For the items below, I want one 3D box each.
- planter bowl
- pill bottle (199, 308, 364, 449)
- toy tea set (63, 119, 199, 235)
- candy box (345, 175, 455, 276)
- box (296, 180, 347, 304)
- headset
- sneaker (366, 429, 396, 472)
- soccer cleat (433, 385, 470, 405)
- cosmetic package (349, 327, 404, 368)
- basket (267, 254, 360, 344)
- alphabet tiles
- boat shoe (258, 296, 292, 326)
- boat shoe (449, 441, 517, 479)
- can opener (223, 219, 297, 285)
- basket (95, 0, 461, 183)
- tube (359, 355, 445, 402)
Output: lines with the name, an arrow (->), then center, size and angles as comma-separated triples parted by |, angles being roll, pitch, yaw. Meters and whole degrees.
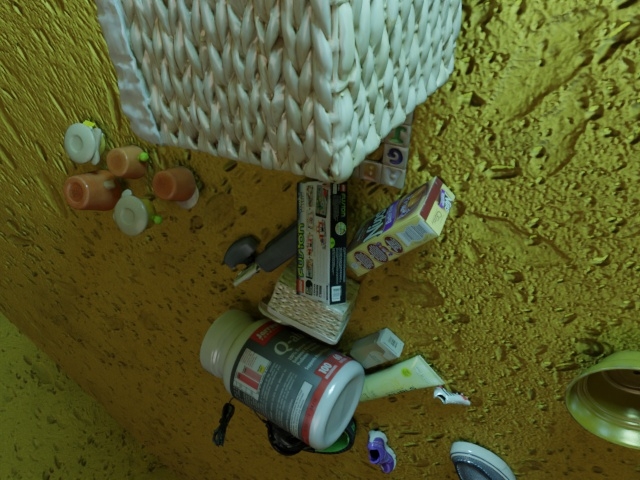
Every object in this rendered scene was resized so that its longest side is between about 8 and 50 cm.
planter bowl -> 0.533, 0.252, 0.822 | 0.217, 0.090, 0.217 | 16, 134, 18
pill bottle -> -0.097, 0.312, 1.160 | 0.363, 0.210, 0.210 | 22, 137, 26
toy tea set -> -0.412, -0.124, 1.076 | 0.336, 0.124, 0.200 | 24, 107, 16
candy box -> 0.125, -0.019, 0.814 | 0.053, 0.109, 0.186 | 44, 136, -11
box -> 0.000, 0.000, 0.854 | 0.114, 0.036, 0.207 | 8, 99, 57
headset -> -0.098, 0.541, 1.401 | 0.394, 0.185, 0.243 | 10, 133, 9
sneaker -> 0.162, 0.611, 1.388 | 0.068, 0.071, 0.170 | -2, 127, 33
soccer cleat -> 0.295, 0.358, 1.103 | 0.083, 0.035, 0.029 | 23, 136, 12
cosmetic package -> 0.125, 0.244, 1.101 | 0.060, 0.041, 0.115 | 42, 137, -9
basket -> -0.011, 0.118, 1.022 | 0.167, 0.113, 0.103 | 26, 133, 9
alphabet tiles -> 0.031, -0.192, 0.791 | 0.237, 0.009, 0.198 | 16, 135, 18
boat shoe -> -0.049, 0.157, 1.123 | 0.190, 0.068, 0.072 | 16, 123, 6
boat shoe -> 0.425, 0.660, 1.206 | 0.340, 0.158, 0.127 | 47, 136, -14
can opener -> -0.116, 0.013, 1.017 | 0.095, 0.076, 0.283 | 44, 136, -11
basket -> -0.021, -0.276, 0.490 | 0.266, 0.328, 0.331 | 22, 137, 23
tube -> 0.166, 0.328, 1.144 | 0.070, 0.062, 0.240 | 14, 147, -40
